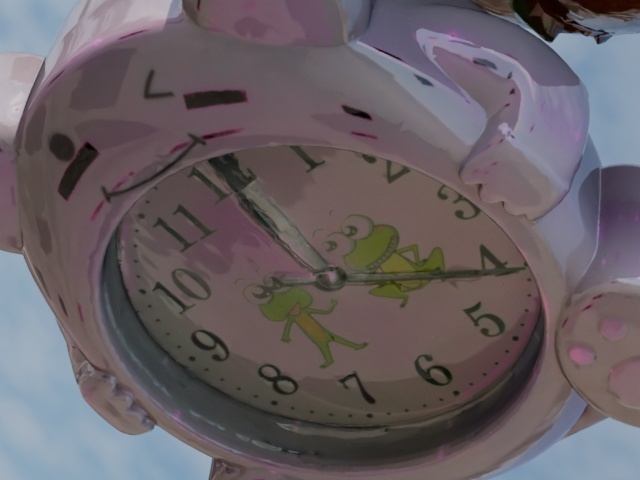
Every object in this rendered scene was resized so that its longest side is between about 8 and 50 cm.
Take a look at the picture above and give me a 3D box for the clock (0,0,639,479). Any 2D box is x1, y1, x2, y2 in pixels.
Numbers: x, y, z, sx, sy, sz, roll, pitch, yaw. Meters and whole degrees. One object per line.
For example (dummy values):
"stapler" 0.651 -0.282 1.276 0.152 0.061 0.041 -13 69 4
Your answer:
"clock" 0.000 0.000 0.912 0.296 0.113 0.322 -30 -61 31

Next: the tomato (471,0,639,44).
"tomato" 0.126 -0.249 0.903 0.303 0.239 0.303 30 -41 30
